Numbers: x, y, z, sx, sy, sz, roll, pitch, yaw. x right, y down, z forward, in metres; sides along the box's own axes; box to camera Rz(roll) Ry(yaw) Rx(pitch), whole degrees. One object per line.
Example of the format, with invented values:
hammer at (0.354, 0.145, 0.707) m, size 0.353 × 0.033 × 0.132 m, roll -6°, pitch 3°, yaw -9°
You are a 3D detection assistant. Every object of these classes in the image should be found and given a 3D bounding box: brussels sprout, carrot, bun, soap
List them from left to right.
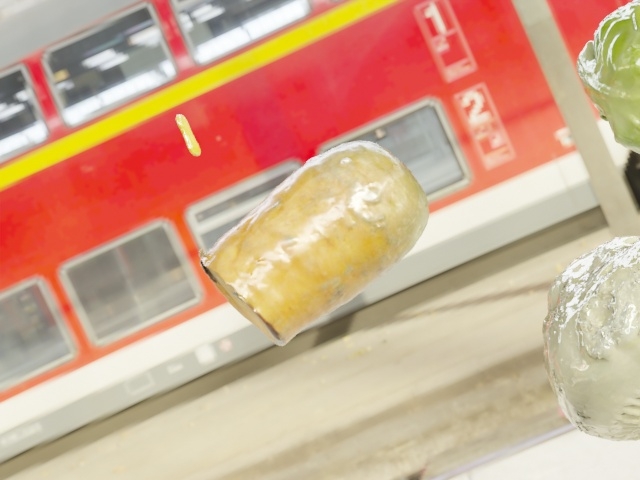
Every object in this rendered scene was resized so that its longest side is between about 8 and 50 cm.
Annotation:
soap at (-0.256, -0.203, 2.211) m, size 0.012 × 0.089 × 0.034 m, roll -27°, pitch -5°, yaw 29°
carrot at (0.000, 0.000, 1.793) m, size 0.341 × 0.224 × 0.224 m, roll -42°, pitch 9°, yaw -12°
bun at (0.427, 0.101, 1.402) m, size 0.326 × 0.234 × 0.362 m, roll -12°, pitch -28°, yaw 0°
brussels sprout at (0.588, -0.265, 1.908) m, size 0.247 × 0.328 × 0.328 m, roll -61°, pitch -11°, yaw 23°
